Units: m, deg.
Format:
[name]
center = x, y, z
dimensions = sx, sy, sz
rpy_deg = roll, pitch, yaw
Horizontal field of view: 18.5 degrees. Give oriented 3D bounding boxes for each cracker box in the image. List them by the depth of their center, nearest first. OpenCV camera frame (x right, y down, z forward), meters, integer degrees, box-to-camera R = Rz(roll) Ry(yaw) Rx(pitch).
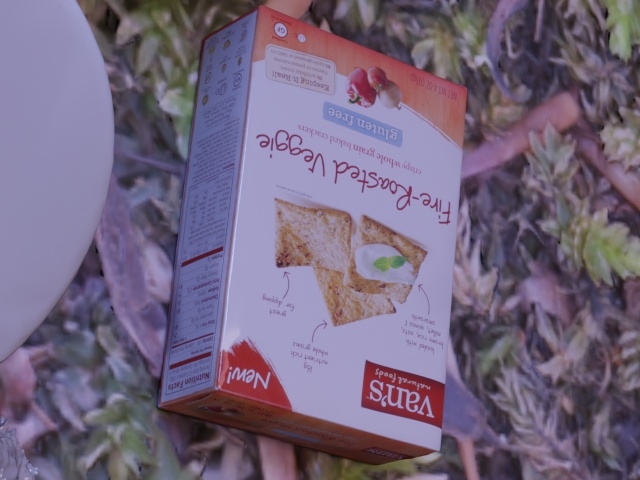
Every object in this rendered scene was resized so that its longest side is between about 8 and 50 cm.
[cracker box]
center = 0.000, 0.000, 1.133
dimensions = 0.156, 0.067, 0.232
rpy_deg = 18, 67, -32

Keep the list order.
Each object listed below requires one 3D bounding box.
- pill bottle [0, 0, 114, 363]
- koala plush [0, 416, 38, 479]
[pill bottle]
center = -0.237, -0.099, 0.746
dimensions = 0.224, 0.392, 0.224
rpy_deg = -14, 121, -24
[koala plush]
center = -0.216, 0.080, 0.902
dimensions = 0.196, 0.203, 0.221
rpy_deg = -33, 119, -30
